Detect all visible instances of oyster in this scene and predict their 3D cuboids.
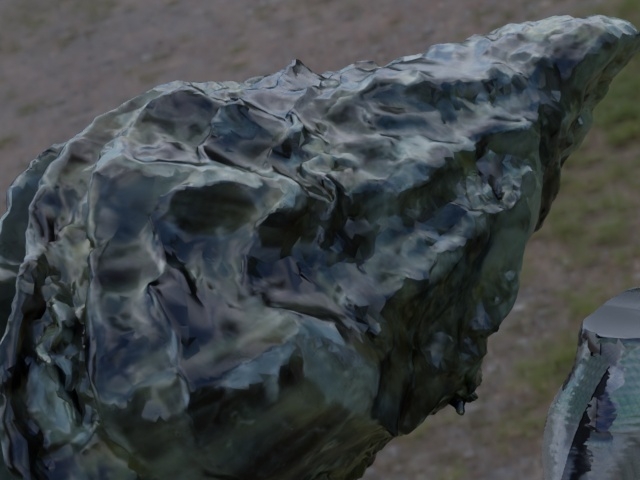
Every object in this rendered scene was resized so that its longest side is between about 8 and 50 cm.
[{"bbox_3d":[0.004,0.000,0.606,0.351,0.162,0.158,-35,34,-31],"label":"oyster"}]

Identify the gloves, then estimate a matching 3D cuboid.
[{"bbox_3d":[0.143,0.134,0.692,0.111,0.212,0.127,-4,14,3],"label":"gloves"}]
